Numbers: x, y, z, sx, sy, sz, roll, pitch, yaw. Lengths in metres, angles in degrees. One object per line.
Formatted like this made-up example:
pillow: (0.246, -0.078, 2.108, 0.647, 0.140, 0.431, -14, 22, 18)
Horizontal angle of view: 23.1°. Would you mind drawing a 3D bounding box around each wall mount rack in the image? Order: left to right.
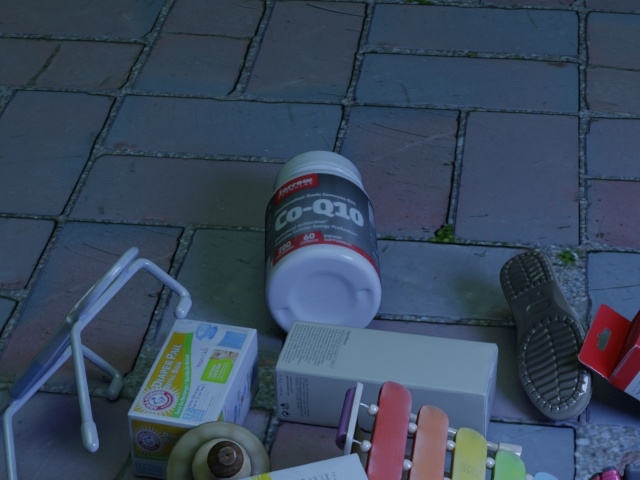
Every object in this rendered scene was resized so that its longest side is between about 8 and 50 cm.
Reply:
wall mount rack: (-0.298, 0.178, 1.913, 0.130, 0.350, 0.304, 40, 39, -3)

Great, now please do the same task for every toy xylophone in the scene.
toy xylophone: (0.157, 0.265, 1.828, 0.322, 0.081, 0.236, 20, 30, -11)

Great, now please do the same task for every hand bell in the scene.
hand bell: (-0.110, 0.248, 1.738, 0.126, 0.242, 0.126, 1, 76, -5)

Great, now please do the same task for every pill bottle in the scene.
pill bottle: (0.000, 0.000, 2.223, 0.161, 0.161, 0.283, -2, 35, -1)

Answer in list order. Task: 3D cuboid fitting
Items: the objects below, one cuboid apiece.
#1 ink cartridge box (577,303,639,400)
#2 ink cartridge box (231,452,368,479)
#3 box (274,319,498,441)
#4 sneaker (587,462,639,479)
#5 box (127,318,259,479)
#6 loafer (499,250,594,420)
ink cartridge box: (0.456, 0.153, 1.984, 0.231, 0.078, 0.134, 31, 41, 3)
ink cartridge box: (-0.057, 0.381, 1.641, 0.270, 0.198, 0.197, -11, 36, -12)
box: (0.085, 0.182, 2.015, 0.275, 0.094, 0.113, 7, 36, 12)
sneaker: (0.454, 0.327, 1.793, 0.299, 0.121, 0.112, 2, 66, -3)
box: (-0.159, 0.204, 1.984, 0.114, 0.103, 0.203, 7, 35, 11)
loafer: (0.311, 0.133, 2.079, 0.102, 0.092, 0.268, -22, 47, 17)
